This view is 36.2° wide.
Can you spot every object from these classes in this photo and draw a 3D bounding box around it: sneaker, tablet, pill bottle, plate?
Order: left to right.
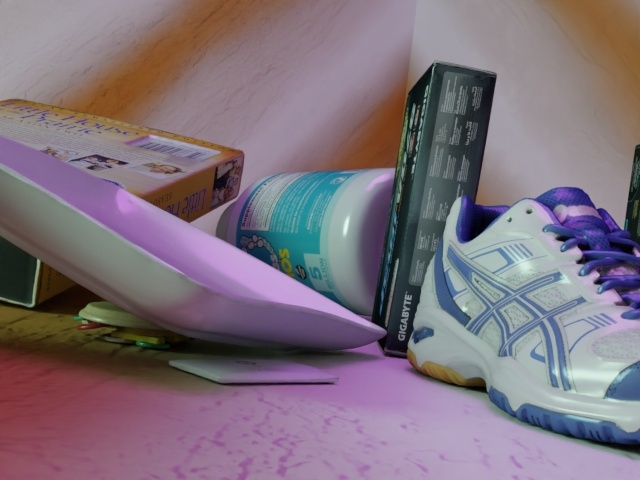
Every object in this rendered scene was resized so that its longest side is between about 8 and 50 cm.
[{"bbox_3d":[-0.119,0.004,0.641,0.277,0.045,0.278,28,1,24],"label":"plate"},{"bbox_3d":[-0.037,0.072,0.547,0.083,0.006,0.054,7,0,-40],"label":"tablet"},{"bbox_3d":[0.000,0.000,1.021,0.146,0.146,0.264,7,-3,-39],"label":"pill bottle"},{"bbox_3d":[0.140,0.033,0.554,0.112,0.130,0.296,9,1,-26],"label":"sneaker"}]

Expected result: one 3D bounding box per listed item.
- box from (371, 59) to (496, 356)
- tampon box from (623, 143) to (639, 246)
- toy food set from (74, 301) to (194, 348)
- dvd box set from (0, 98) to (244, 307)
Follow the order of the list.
[{"bbox_3d":[0.086,-0.022,0.797,0.051,0.220,0.175,9,1,-1],"label":"box"},{"bbox_3d":[0.396,-0.042,1.033,0.102,0.120,0.161,8,2,2],"label":"tampon box"},{"bbox_3d":[-0.119,0.054,0.640,0.083,0.020,0.082,8,1,22],"label":"toy food set"},{"bbox_3d":[-0.290,-0.060,0.946,0.308,0.062,0.420,14,18,13],"label":"dvd box set"}]
